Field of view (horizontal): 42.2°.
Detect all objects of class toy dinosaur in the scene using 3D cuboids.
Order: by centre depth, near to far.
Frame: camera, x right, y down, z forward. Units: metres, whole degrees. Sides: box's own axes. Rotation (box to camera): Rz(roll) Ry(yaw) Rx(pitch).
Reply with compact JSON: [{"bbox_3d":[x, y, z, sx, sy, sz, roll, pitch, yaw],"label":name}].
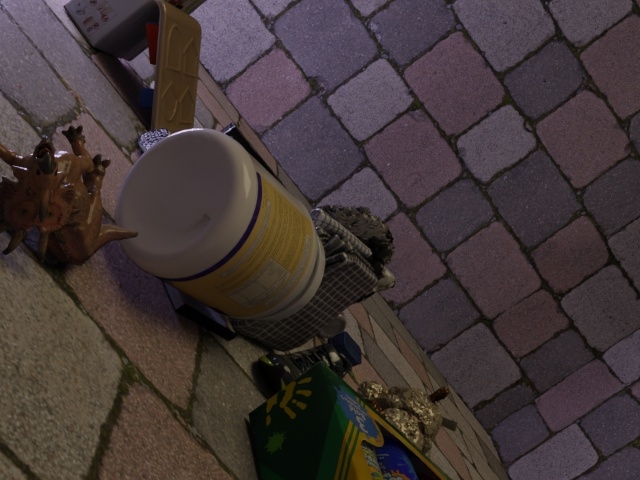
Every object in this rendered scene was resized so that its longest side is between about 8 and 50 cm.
[{"bbox_3d":[-0.327,-0.035,1.043,0.296,0.127,0.200,65,3,-54],"label":"toy dinosaur"}]

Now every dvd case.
[{"bbox_3d":[-0.245,0.054,1.489,0.253,0.022,0.180,59,9,33],"label":"dvd case"}]

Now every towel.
[{"bbox_3d":[-0.035,0.093,1.616,0.121,0.283,0.235,60,10,31],"label":"towel"}]

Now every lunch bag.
[{"bbox_3d":[0.056,0.287,2.152,0.098,0.065,0.067,51,23,-27],"label":"lunch bag"}]

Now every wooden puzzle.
[{"bbox_3d":[-0.381,-0.415,2.104,0.322,0.080,0.348,-41,132,-81],"label":"wooden puzzle"}]

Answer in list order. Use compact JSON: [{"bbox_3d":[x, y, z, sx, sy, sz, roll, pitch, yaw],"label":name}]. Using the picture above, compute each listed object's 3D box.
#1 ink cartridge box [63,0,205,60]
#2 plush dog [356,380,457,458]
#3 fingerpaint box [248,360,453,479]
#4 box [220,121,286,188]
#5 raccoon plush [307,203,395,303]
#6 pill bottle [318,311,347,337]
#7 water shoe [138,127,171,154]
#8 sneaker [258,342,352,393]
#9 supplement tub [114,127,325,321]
[{"bbox_3d":[-0.450,-0.612,2.111,0.130,0.309,0.272,54,7,1],"label":"ink cartridge box"},{"bbox_3d":[0.196,0.445,1.949,0.262,0.210,0.225,54,31,-1],"label":"plush dog"},{"bbox_3d":[0.113,0.454,1.268,0.445,0.163,0.371,46,12,-31],"label":"fingerpaint box"},{"bbox_3d":[-0.206,-0.103,1.676,0.175,0.220,0.051,51,3,-22],"label":"box"},{"bbox_3d":[0.000,0.000,2.087,0.446,0.216,0.299,39,-15,-1],"label":"raccoon plush"},{"bbox_3d":[0.006,0.180,2.229,0.087,0.087,0.160,47,11,-43],"label":"pill bottle"},{"bbox_3d":[-0.348,-0.176,1.791,0.203,0.073,0.080,-114,-167,-59],"label":"water shoe"},{"bbox_3d":[-0.026,0.245,1.603,0.111,0.121,0.300,56,8,16],"label":"sneaker"},{"bbox_3d":[-0.148,-0.009,1.356,0.241,0.241,0.331,59,8,32],"label":"supplement tub"}]
